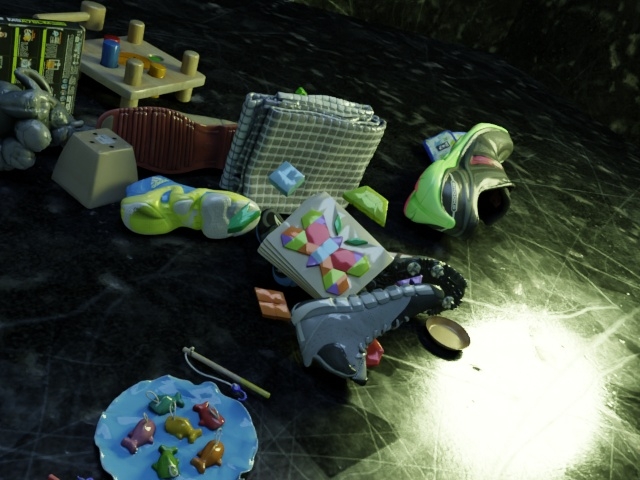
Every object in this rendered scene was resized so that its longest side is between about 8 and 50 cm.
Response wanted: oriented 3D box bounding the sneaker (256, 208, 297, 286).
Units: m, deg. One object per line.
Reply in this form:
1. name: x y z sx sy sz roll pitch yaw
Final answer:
1. sneaker: -0.063 0.001 1.078 0.067 0.078 0.188 7 33 -25

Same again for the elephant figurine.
1. elephant figurine: -0.514 -0.215 1.092 0.169 0.186 0.239 -12 20 7

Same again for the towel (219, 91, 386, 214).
1. towel: -0.033 -0.163 1.208 0.283 0.235 0.121 -1 43 -33

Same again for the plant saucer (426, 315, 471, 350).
1. plant saucer: 0.219 0.163 1.061 0.083 0.015 0.083 16 31 -10

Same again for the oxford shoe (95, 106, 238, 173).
1. oxford shoe: -0.289 -0.204 1.247 0.348 0.123 0.130 5 15 -37

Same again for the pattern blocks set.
1. pattern blocks set: 0.010 0.019 0.992 0.324 0.026 0.285 30 66 9

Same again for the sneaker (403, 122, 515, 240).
1. sneaker: 0.371 -0.132 1.493 0.202 0.185 0.483 37 44 11

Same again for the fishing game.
1. fishing game: -0.161 0.221 0.707 0.189 0.041 0.264 28 31 15

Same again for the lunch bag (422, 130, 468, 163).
1. lunch bag: 0.377 -0.245 1.740 0.151 0.096 0.129 -2 40 -11

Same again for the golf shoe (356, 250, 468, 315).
1. golf shoe: 0.126 0.054 1.087 0.272 0.105 0.120 12 19 -11

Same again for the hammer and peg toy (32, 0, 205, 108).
1. hammer and peg toy: -0.489 -0.435 1.451 0.361 0.127 0.266 32 34 16

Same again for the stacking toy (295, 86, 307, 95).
1. stacking toy: -0.074 -0.240 1.370 0.052 0.167 0.221 38 17 -29

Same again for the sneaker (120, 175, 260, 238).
1. sneaker: -0.229 -0.072 1.076 0.240 0.091 0.126 3 35 -28

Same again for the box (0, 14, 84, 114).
1. box: -0.559 -0.329 1.175 0.184 0.191 0.045 -12 46 -42

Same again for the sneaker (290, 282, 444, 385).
1. sneaker: 0.077 0.142 0.896 0.228 0.086 0.132 -9 75 0

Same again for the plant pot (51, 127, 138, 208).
1. plant pot: -0.386 -0.133 1.068 0.109 0.096 0.109 35 34 22
